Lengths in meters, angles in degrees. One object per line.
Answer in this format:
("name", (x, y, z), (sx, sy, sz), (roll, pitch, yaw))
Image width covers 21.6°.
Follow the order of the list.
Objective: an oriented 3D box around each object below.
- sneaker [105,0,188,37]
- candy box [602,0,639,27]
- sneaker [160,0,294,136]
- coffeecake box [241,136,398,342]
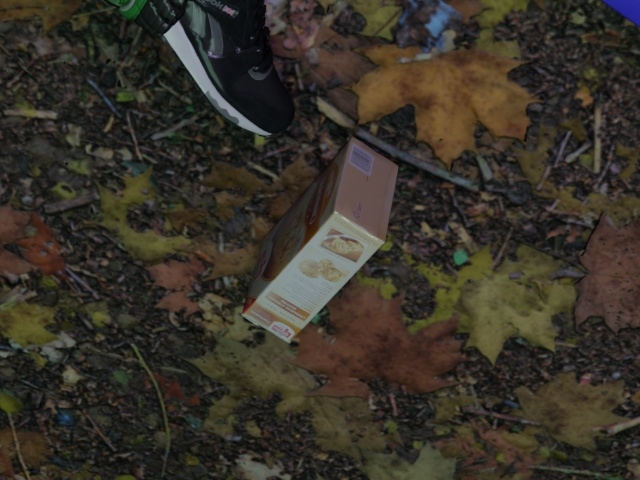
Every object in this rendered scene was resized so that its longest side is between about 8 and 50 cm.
("sneaker", (-0.126, -0.364, 1.545), (0.146, 0.134, 0.344), (29, 106, -5))
("candy box", (0.395, -0.304, 1.550), (0.317, 0.122, 0.268), (32, 126, -14))
("sneaker", (-0.092, -0.230, 1.704), (0.124, 0.107, 0.283), (-29, 119, 21))
("coffeecake box", (0.000, 0.000, 1.840), (0.068, 0.142, 0.185), (32, 126, -14))
